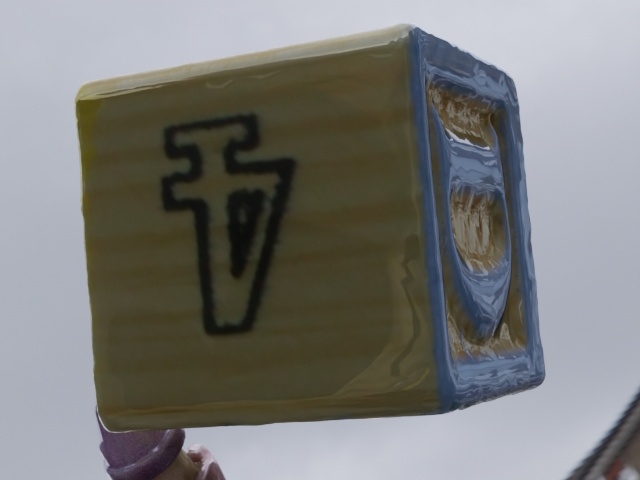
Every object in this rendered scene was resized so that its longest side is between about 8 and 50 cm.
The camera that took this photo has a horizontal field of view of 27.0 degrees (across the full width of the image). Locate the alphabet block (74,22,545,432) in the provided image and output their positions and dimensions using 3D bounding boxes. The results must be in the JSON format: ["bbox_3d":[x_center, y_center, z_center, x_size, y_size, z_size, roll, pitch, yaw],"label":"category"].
[{"bbox_3d":[0.000,0.000,0.745,0.197,0.194,0.192,-7,-6,24],"label":"alphabet block"}]

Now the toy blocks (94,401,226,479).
[{"bbox_3d":[-0.165,0.241,0.704,0.288,0.309,0.260,-32,-65,3],"label":"toy blocks"}]
